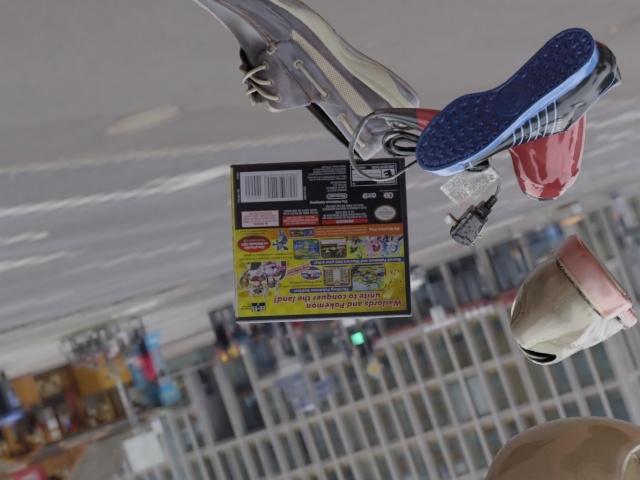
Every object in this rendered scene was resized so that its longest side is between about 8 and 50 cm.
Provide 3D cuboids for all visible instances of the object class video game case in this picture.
[{"bbox_3d":[0.000,0.000,1.986,0.275,0.248,0.035,-2,176,1],"label":"video game case"}]

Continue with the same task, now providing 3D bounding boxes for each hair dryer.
[{"bbox_3d":[0.197,-0.115,1.457,0.293,0.224,0.080,-40,-149,26],"label":"hair dryer"}]

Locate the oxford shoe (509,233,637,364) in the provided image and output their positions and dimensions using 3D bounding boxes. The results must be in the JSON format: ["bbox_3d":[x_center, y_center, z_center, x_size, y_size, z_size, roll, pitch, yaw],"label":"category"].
[{"bbox_3d":[0.308,0.083,1.634,0.146,0.140,0.397,-39,163,8],"label":"oxford shoe"}]

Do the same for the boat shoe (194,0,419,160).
[{"bbox_3d":[-0.035,-0.222,1.631,0.130,0.355,0.132,-58,-161,-3],"label":"boat shoe"}]

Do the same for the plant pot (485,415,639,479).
[{"bbox_3d":[0.377,0.343,1.625,0.284,0.284,0.191,-17,164,-33],"label":"plant pot"}]

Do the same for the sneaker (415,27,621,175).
[{"bbox_3d":[0.214,-0.132,1.361,0.232,0.081,0.090,-33,144,24],"label":"sneaker"}]
